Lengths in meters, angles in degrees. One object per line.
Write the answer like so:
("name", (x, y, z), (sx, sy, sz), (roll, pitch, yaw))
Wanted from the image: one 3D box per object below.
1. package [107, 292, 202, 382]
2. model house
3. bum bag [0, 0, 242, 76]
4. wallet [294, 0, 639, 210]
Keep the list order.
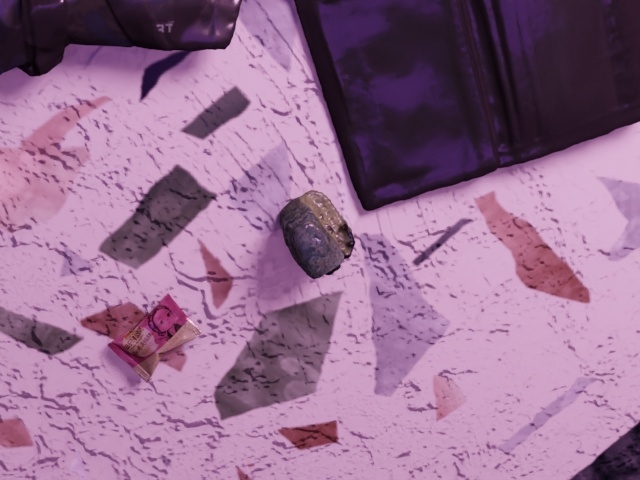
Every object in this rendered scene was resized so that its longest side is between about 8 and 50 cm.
("package", (-0.172, 0.103, 0.887), (0.083, 0.029, 0.059), (-42, 104, -3))
("model house", (0.000, 0.000, 0.845), (0.066, 0.083, 0.079), (-31, 112, 2))
("bum bag", (-0.203, -0.219, 0.735), (0.309, 0.074, 0.137), (-9, 102, -6))
("wallet", (0.158, -0.184, 0.822), (0.322, 0.041, 0.247), (-19, 112, 2))
